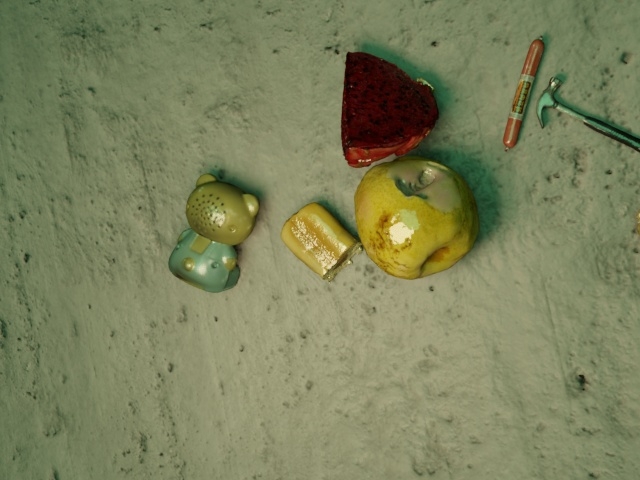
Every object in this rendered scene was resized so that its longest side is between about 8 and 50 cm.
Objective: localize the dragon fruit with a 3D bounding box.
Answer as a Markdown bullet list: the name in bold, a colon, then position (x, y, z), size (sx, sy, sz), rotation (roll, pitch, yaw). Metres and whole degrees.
- **dragon fruit**: position (0.147, -0.254, 1.474), size (0.204, 0.152, 0.317), rotation (4, 52, -2)

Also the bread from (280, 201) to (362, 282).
- **bread**: position (0.001, -0.001, 1.572), size (0.173, 0.085, 0.134), rotation (47, 108, 11)

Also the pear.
- **pear**: position (0.196, -0.054, 1.416), size (0.271, 0.271, 0.272), rotation (1, 92, 19)

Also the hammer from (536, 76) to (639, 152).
- **hammer**: position (0.565, -0.240, 1.399), size (0.246, 0.029, 0.103), rotation (33, 101, 14)

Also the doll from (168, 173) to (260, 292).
- **doll**: position (-0.258, -0.018, 1.624), size (0.177, 0.161, 0.261), rotation (27, 102, 18)

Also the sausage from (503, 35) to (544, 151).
- **sausage**: position (0.435, -0.313, 1.440), size (0.034, 0.034, 0.254), rotation (16, 97, 18)

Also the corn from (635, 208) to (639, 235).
- **corn**: position (0.726, 0.016, 1.321), size (0.238, 0.080, 0.080), rotation (40, 103, 14)
